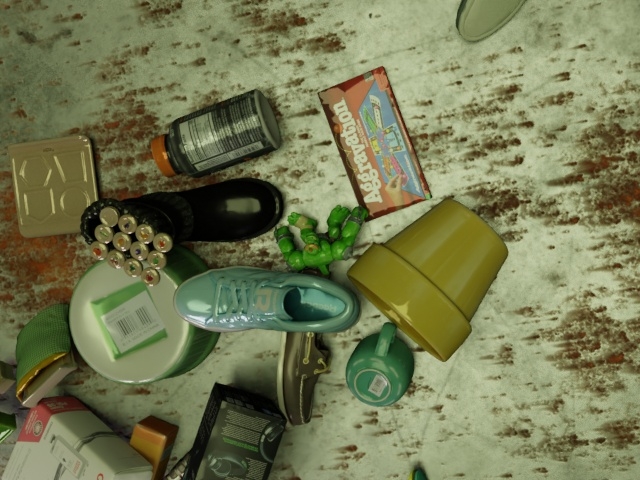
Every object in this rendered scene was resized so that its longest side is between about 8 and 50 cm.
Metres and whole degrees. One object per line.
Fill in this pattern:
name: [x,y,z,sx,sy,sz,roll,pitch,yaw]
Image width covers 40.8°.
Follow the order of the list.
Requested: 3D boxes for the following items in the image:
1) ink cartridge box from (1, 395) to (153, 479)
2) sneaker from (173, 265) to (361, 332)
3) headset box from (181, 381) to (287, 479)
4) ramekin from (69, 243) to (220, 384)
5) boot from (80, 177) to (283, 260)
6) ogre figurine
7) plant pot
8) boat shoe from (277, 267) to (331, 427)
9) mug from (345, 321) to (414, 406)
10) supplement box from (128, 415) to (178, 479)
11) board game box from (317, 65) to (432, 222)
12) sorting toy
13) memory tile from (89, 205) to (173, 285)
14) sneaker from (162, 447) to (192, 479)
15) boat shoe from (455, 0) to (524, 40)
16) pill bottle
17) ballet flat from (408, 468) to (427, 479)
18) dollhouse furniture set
ink cartridge box: [-0.512,0.487,1.802,0.283,0.117,0.207,30,99,32]
sneaker: [-0.103,0.106,1.624,0.366,0.150,0.135,0,78,1]
headset box: [-0.181,0.437,1.635,0.131,0.246,0.283,19,85,-9]
ramekin: [-0.367,0.153,1.782,0.304,0.148,0.303,1,94,11]
boot: [-0.264,-0.042,1.690,0.348,0.260,0.131,-8,94,12]
ogre figurine: [0.000,0.000,1.716,0.197,0.096,0.118,-3,54,2]
plant pot: [0.219,0.061,1.627,0.254,0.254,0.239,43,85,5]
boat shoe: [-0.029,0.217,1.740,0.097,0.116,0.324,0,87,12]
mug: [0.110,0.251,1.702,0.130,0.097,0.157,-17,105,25]
supplement box: [-0.383,0.502,1.848,0.078,0.080,0.233,21,96,10]
board game box: [0.108,-0.192,1.728,0.145,0.027,0.281,-21,90,13]
sorting toy: [-0.571,-0.116,1.863,0.193,0.038,0.208,-6,97,11]
memory tile: [-0.349,0.011,1.581,0.148,0.012,0.113,26,110,5]
sneaker: [-0.220,0.500,1.804,0.162,0.106,0.281,44,100,2]
boat shoe: [0.349,-0.532,1.638,0.319,0.116,0.099,-59,40,16]
pill bottle: [-0.215,-0.206,1.737,0.246,0.130,0.130,-18,90,12]
ballet flat: [0.204,0.579,1.745,0.077,0.077,0.230,-21,92,28]
dollhouse furniture set: [-0.671,0.265,1.802,0.301,0.151,0.197,-42,46,14]
